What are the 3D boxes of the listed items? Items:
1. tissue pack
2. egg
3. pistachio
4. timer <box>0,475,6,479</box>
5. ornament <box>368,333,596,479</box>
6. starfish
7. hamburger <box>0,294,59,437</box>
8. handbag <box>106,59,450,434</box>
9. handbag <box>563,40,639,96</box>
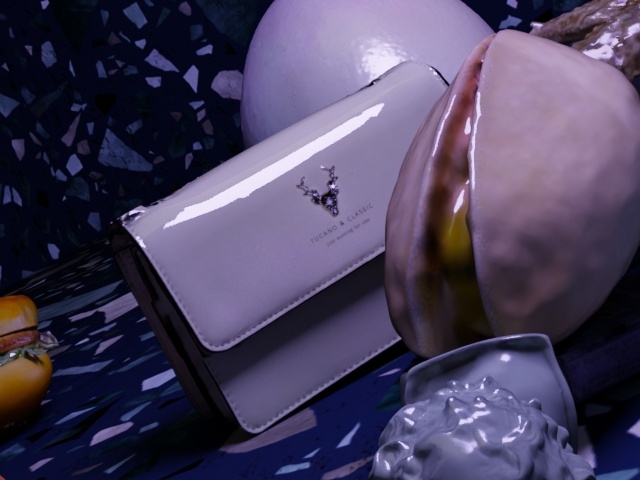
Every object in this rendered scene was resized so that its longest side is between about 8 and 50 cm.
[{"bbox_3d":[0.231,0.067,0.963,0.156,0.051,0.112,-24,9,-11],"label":"tissue pack"},{"bbox_3d":[0.058,-0.185,1.584,0.354,0.340,0.354,-19,-29,-11],"label":"egg"},{"bbox_3d":[0.142,-0.031,0.924,0.193,0.214,0.318,-12,25,28],"label":"pistachio"},{"bbox_3d":[-0.419,0.282,1.138,0.250,0.161,0.257,7,27,43],"label":"timer"},{"bbox_3d":[0.093,0.121,0.732,0.120,0.130,0.285,-8,11,9],"label":"ornament"},{"bbox_3d":[0.373,-0.187,1.110,0.432,0.082,0.324,-9,36,17],"label":"starfish"},{"bbox_3d":[-0.448,0.178,1.614,0.246,0.170,0.246,-19,-4,-1],"label":"hamburger"},{"bbox_3d":[0.000,0.000,1.258,0.358,0.236,0.160,-31,9,-20],"label":"handbag"},{"bbox_3d":[0.421,-0.224,1.686,0.342,0.152,0.288,-14,32,29],"label":"handbag"}]
